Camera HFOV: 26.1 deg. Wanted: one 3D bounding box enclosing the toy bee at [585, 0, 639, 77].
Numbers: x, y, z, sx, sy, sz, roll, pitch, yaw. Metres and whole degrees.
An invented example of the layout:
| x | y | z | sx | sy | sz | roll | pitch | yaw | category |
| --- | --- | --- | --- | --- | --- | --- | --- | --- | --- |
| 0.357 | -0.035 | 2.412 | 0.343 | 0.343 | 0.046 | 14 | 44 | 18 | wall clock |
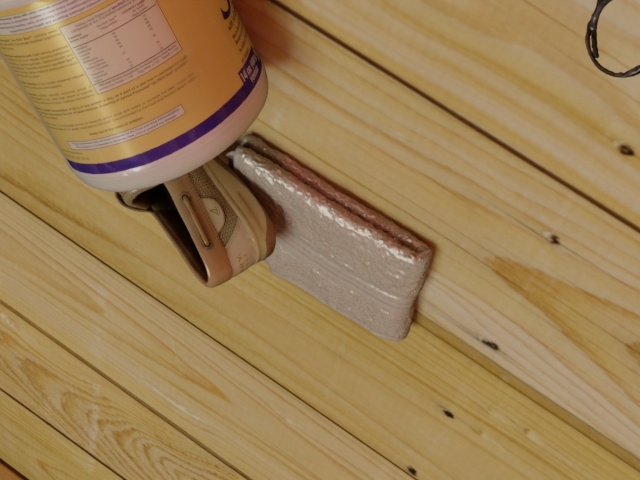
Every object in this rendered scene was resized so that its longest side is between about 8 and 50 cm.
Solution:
| x | y | z | sx | sy | sz | roll | pitch | yaw | category |
| --- | --- | --- | --- | --- | --- | --- | --- | --- | --- |
| 0.227 | -0.291 | 1.010 | 0.195 | 0.162 | 0.298 | 24 | 121 | 39 | toy bee |

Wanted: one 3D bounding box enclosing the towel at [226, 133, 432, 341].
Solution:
| x | y | z | sx | sy | sz | roll | pitch | yaw | category |
| --- | --- | --- | --- | --- | --- | --- | --- | --- | --- |
| 0.000 | 0.000 | 1.671 | 0.282 | 0.049 | 0.187 | 32 | 148 | 14 | towel |

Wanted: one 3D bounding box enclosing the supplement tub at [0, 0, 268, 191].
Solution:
| x | y | z | sx | sy | sz | roll | pitch | yaw | category |
| --- | --- | --- | --- | --- | --- | --- | --- | --- | --- |
| -0.222 | -0.243 | 1.425 | 0.241 | 0.241 | 0.331 | 6 | 135 | 42 | supplement tub |

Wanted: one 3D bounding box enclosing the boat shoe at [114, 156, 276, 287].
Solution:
| x | y | z | sx | sy | sz | roll | pitch | yaw | category |
| --- | --- | --- | --- | --- | --- | --- | --- | --- | --- |
| -0.198 | -0.090 | 1.665 | 0.341 | 0.110 | 0.122 | 47 | 152 | 18 | boat shoe |
